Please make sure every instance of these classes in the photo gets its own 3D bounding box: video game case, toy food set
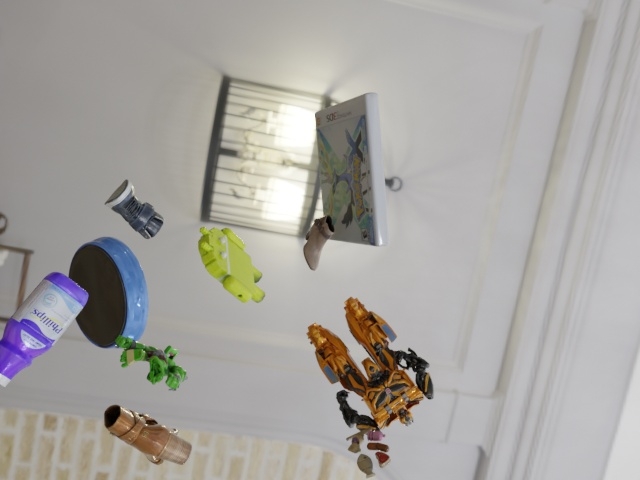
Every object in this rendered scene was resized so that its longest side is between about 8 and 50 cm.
[{"bbox_3d":[0.066,-0.157,1.437,0.300,0.036,0.329,-172,-105,-68],"label":"video game case"},{"bbox_3d":[0.094,0.389,1.150,0.122,0.078,0.019,-143,-145,-64],"label":"toy food set"}]

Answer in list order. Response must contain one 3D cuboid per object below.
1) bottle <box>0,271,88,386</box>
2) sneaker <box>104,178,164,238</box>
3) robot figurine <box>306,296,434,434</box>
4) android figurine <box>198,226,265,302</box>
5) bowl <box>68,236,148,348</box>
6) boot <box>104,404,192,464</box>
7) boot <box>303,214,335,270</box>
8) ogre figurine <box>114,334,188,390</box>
[{"bbox_3d":[-0.689,0.213,1.470,0.092,0.118,0.283,-1,-131,49],"label":"bottle"},{"bbox_3d":[-0.499,-0.081,1.674,0.086,0.163,0.226,-53,-163,-14],"label":"sneaker"},{"bbox_3d":[0.100,0.266,1.288,0.291,0.211,0.085,50,-7,37],"label":"robot figurine"},{"bbox_3d":[-0.258,0.065,1.765,0.056,0.273,0.248,-31,-141,14],"label":"android figurine"},{"bbox_3d":[-0.736,0.185,2.092,0.077,0.391,0.391,-11,120,-51],"label":"bowl"},{"bbox_3d":[-0.487,0.517,1.633,0.283,0.220,0.109,-11,-133,60],"label":"boot"},{"bbox_3d":[0.000,0.000,1.418,0.087,0.042,0.118,-38,-131,38],"label":"boot"},{"bbox_3d":[-0.395,0.297,1.478,0.118,0.197,0.097,39,62,-66],"label":"ogre figurine"}]
